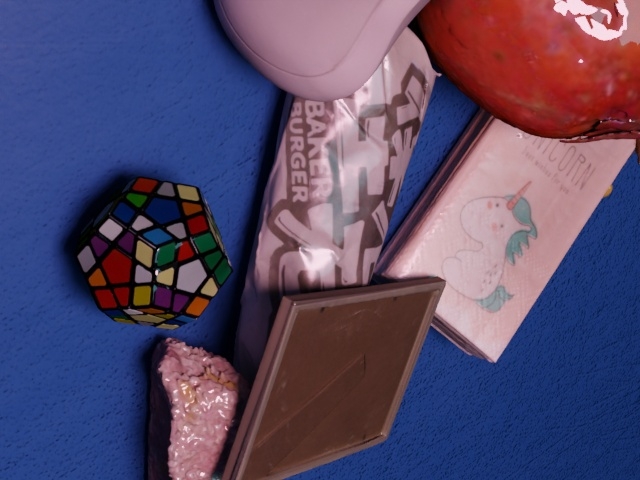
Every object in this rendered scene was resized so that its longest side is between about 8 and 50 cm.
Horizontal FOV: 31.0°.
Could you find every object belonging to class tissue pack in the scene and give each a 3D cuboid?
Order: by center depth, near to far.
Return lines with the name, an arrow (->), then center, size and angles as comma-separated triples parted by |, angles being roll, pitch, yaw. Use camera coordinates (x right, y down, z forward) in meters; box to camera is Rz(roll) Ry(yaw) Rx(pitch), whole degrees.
tissue pack -> 0.205, -0.049, 1.223 | 0.170, 0.071, 0.325 | 37, 82, -22

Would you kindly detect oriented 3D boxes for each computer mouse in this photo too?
computer mouse -> 0.027, -0.248, 0.895 | 0.297, 0.184, 0.121 | -45, 169, 22

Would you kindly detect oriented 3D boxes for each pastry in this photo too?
pastry -> -0.118, 0.218, 1.064 | 0.112, 0.103, 0.265 | 4, 113, -22

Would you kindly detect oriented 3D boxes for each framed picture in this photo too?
framed picture -> 0.021, 0.128, 1.068 | 0.260, 0.023, 0.189 | -5, 119, -54

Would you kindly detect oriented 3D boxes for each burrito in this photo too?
burrito -> 0.000, 0.000, 1.071 | 0.139, 0.101, 0.446 | 4, 105, -40

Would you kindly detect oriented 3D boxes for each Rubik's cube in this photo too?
Rubik's cube -> -0.136, 0.011, 0.950 | 0.133, 0.133, 0.112 | -21, 146, -33

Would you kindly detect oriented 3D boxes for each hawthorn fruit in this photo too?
hawthorn fruit -> 0.241, -0.196, 1.055 | 0.276, 0.276, 0.307 | -35, 92, -24

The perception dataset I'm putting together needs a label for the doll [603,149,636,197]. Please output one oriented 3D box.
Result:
doll -> 0.353, -0.138, 1.330 | 0.179, 0.102, 0.089 | -60, 177, -8
